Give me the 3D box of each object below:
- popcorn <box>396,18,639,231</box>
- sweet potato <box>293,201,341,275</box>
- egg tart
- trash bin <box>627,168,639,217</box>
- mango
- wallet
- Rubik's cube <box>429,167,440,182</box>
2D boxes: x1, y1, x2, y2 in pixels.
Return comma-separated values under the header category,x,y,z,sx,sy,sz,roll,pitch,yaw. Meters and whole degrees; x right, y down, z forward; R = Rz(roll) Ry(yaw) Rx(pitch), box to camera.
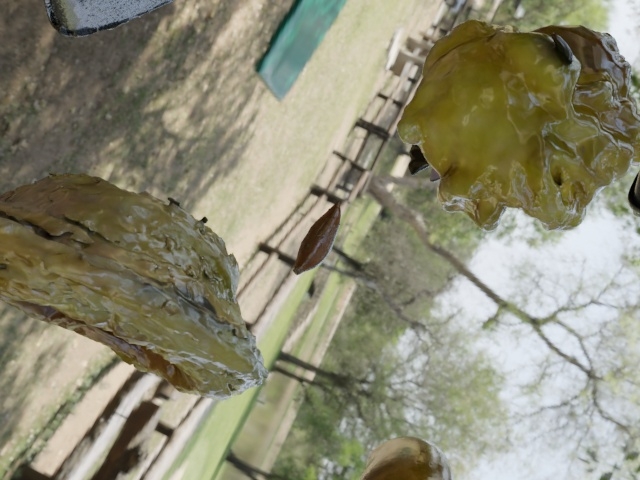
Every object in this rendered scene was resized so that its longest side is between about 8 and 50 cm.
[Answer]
category,x,y,z,sx,sy,sz,roll,pitch,yaw
popcorn,0.257,-0.160,0.936,0.315,0.297,0.281,-35,166,-17
sweet potato,0.000,0.000,0.817,0.095,0.034,0.034,-57,173,-12
egg tart,-0.195,0.033,0.716,0.352,0.351,0.150,99,14,-71
trash bin,0.656,-0.131,1.283,0.182,0.209,0.290,-48,144,-29
mango,0.078,0.236,0.699,0.102,0.085,0.184,-31,179,7
wallet,-0.234,-0.366,0.963,0.262,0.072,0.221,-23,176,-16
Rubik's cube,0.286,-0.156,1.483,0.190,0.211,0.178,-54,-171,26
